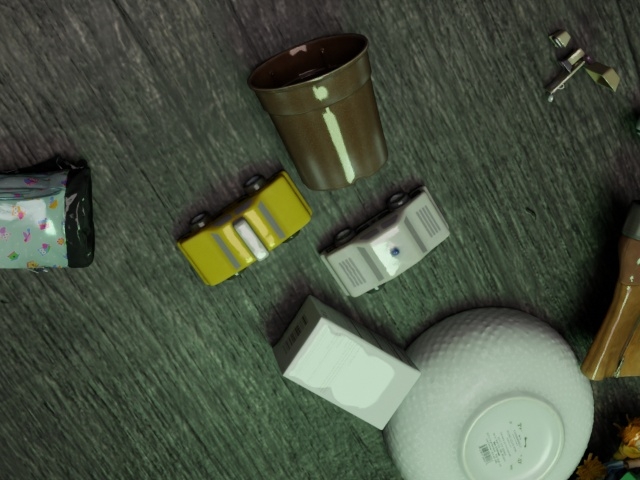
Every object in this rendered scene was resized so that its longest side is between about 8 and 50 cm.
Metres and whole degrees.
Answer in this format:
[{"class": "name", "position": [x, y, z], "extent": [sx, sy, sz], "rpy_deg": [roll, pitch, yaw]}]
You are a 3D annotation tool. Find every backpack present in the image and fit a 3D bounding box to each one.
[{"class": "backpack", "position": [-0.391, -0.029, 1.282], "extent": [0.182, 0.115, 0.151], "rpy_deg": [-1, 109, -9]}]

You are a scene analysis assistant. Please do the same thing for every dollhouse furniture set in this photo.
[{"class": "dollhouse furniture set", "position": [0.353, -0.231, 1.380], "extent": [0.081, 0.114, 0.091], "rpy_deg": [-43, 112, 7]}]

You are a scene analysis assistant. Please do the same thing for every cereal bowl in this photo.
[{"class": "cereal bowl", "position": [0.269, 0.281, 1.497], "extent": [0.339, 0.141, 0.338], "rpy_deg": [-4, 107, -12]}]

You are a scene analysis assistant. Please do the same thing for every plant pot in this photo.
[{"class": "plant pot", "position": [0.007, -0.165, 1.309], "extent": [0.167, 0.167, 0.165], "rpy_deg": [-23, 117, -5]}]

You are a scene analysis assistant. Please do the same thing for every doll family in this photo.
[{"class": "doll family", "position": [0.486, 0.370, 1.576], "extent": [0.263, 0.118, 0.163], "rpy_deg": [-47, 139, 8]}]

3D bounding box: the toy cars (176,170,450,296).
[{"class": "toy cars", "position": [0.000, 0.000, 1.385], "extent": [0.394, 0.087, 0.176], "rpy_deg": [5, 105, -13]}]

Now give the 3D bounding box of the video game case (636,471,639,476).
[{"class": "video game case", "position": [0.584, 0.487, 1.682], "extent": [0.206, 0.026, 0.227], "rpy_deg": [39, 96, -19]}]

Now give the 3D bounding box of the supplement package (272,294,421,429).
[{"class": "supplement package", "position": [0.037, 0.177, 1.434], "extent": [0.179, 0.105, 0.105], "rpy_deg": [32, 96, -18]}]

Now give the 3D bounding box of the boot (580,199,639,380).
[{"class": "boot", "position": [0.528, 0.083, 1.491], "extent": [0.264, 0.096, 0.280], "rpy_deg": [-4, 111, -42]}]

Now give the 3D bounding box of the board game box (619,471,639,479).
[{"class": "board game box", "position": [0.490, 0.478, 1.543], "extent": [0.213, 0.046, 0.317], "rpy_deg": [-50, 136, 11]}]

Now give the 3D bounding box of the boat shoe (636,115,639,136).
[{"class": "boat shoe", "position": [0.591, -0.103, 1.471], "extent": [0.302, 0.109, 0.094], "rpy_deg": [21, 103, -19]}]
